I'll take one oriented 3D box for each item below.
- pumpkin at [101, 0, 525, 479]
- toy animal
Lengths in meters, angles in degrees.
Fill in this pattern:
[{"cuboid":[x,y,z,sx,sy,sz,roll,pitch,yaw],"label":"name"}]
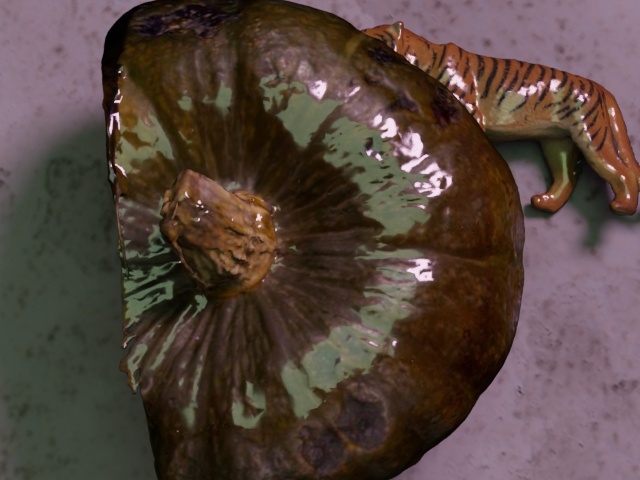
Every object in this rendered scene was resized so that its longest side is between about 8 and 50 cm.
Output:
[{"cuboid":[0.000,0.000,0.881,0.232,0.242,0.324,-13,83,10],"label":"pumpkin"},{"cuboid":[0.123,-0.079,1.003,0.241,0.057,0.099,11,78,0],"label":"toy animal"}]
